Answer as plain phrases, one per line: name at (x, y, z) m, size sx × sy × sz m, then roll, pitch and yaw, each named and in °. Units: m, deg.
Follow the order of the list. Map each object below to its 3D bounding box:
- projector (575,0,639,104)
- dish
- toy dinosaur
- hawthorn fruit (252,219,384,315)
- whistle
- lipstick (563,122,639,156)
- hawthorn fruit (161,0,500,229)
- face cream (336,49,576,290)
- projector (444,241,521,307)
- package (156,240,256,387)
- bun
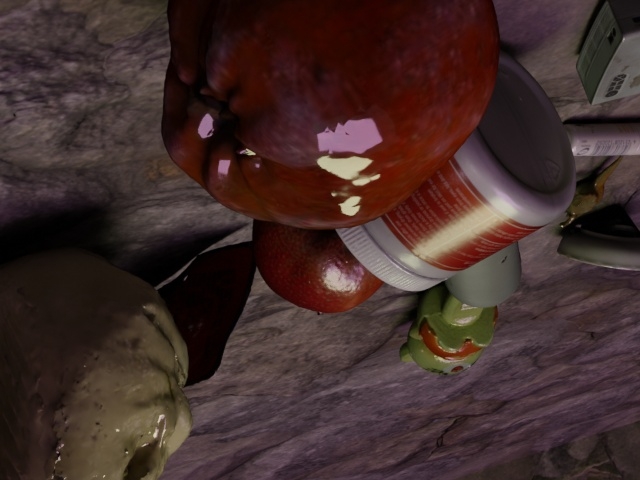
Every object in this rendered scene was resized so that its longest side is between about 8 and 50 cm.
projector at (0.332, -0.206, 1.660) m, size 0.115 × 0.061 × 0.147 m, roll -13°, pitch 160°, yaw -9°
dish at (0.400, -0.011, 2.239) m, size 0.141 × 0.078 × 0.141 m, roll 7°, pitch -171°, yaw -1°
toy dinosaur at (0.354, -0.066, 2.099) m, size 0.162 × 0.039 × 0.126 m, roll -36°, pitch 164°, yaw 30°
hawthorn fruit at (0.000, 0.000, 1.801) m, size 0.169 × 0.169 × 0.188 m, roll -6°, pitch 161°, yaw -29°
whistle at (0.194, 0.121, 2.346) m, size 0.131 × 0.106 × 0.288 m, roll -7°, pitch 158°, yaw -11°
lipstick at (0.339, -0.120, 1.927) m, size 0.141 × 0.040 × 0.040 m, roll -4°, pitch 157°, yaw -34°
hawthorn fruit at (0.006, -0.136, 1.285) m, size 0.284 × 0.284 × 0.284 m, roll -15°, pitch 160°, yaw -6°
face cream at (0.128, -0.075, 1.632) m, size 0.187 × 0.201 × 0.201 m, roll -31°, pitch 156°, yaw 35°
projector at (0.189, -0.011, 1.993) m, size 0.108 × 0.108 × 0.337 m, roll -19°, pitch 160°, yaw 3°
package at (-0.190, 0.106, 1.920) m, size 0.071 × 0.194 × 0.269 m, roll 27°, pitch 147°, yaw -32°
bun at (-0.284, 0.179, 1.780) m, size 0.234 × 0.362 × 0.326 m, roll -6°, pitch -159°, yaw -43°
